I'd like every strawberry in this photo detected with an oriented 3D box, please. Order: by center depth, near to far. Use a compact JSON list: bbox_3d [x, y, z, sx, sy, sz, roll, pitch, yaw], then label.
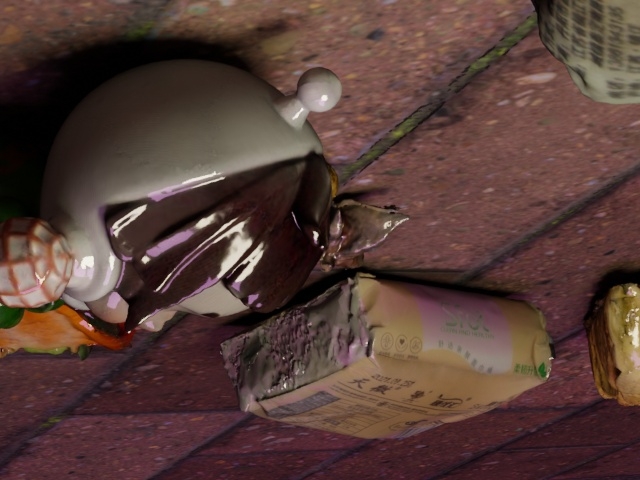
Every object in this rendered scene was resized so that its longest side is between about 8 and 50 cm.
[{"bbox_3d":[-0.218,0.041,1.384,0.140,0.085,0.192,-9,158,28],"label":"strawberry"}]

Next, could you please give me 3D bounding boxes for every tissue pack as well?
[{"bbox_3d":[0.065,0.118,1.692,0.256,0.123,0.215,8,154,-43],"label":"tissue pack"}]

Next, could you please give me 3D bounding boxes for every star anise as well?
[{"bbox_3d":[-0.009,-0.001,1.394,0.129,0.056,0.124,-2,162,-21],"label":"star anise"}]

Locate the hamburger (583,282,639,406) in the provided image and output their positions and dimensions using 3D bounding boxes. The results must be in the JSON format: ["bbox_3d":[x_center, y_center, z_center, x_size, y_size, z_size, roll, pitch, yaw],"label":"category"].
[{"bbox_3d":[0.344,0.107,1.776,0.124,0.131,0.262,-9,167,2],"label":"hamburger"}]

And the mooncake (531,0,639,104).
[{"bbox_3d":[0.227,-0.170,0.860,0.250,0.136,0.254,-7,158,-10],"label":"mooncake"}]

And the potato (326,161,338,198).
[{"bbox_3d":[-0.018,-0.044,1.284,0.051,0.040,0.083,-24,159,26],"label":"potato"}]

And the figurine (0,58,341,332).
[{"bbox_3d":[-0.149,-0.021,1.120,0.370,0.167,0.281,-7,-176,24],"label":"figurine"}]
